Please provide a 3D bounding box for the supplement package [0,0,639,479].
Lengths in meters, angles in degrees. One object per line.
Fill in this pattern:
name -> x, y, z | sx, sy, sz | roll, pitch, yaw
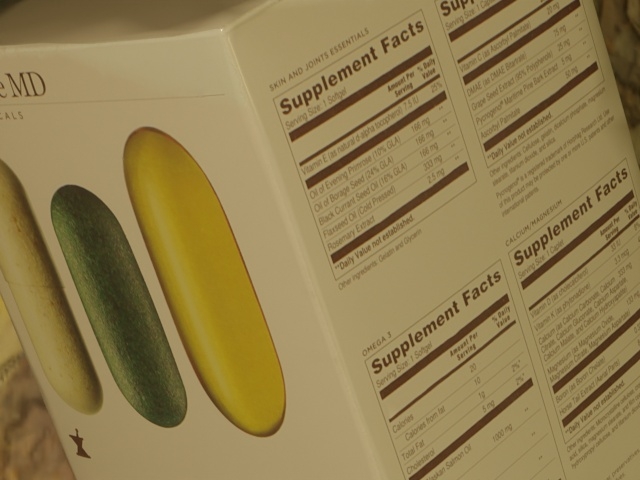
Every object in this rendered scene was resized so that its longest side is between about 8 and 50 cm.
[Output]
supplement package -> 0.000, 0.000, 0.822 | 0.198, 0.199, 0.263 | -35, 115, -38
